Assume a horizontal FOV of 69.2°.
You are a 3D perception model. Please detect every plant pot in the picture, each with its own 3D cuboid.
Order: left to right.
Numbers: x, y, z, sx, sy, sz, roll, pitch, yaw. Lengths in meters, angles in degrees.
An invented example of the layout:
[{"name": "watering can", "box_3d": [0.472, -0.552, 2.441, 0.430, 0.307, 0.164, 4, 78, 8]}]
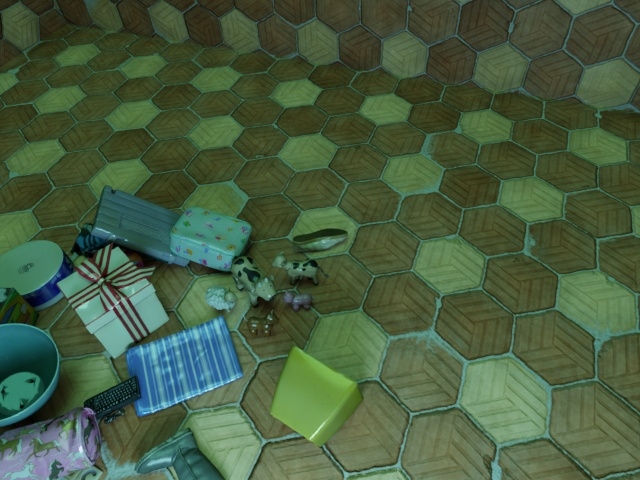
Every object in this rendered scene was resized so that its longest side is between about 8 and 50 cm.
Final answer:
[{"name": "plant pot", "box_3d": [-0.917, 0.419, 1.372, 0.290, 0.195, 0.290, 8, 52, -11]}, {"name": "plant pot", "box_3d": [-0.023, 0.453, 1.313, 0.212, 0.212, 0.187, 26, 68, 23]}]

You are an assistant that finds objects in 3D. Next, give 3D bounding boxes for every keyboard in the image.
[{"name": "keyboard", "box_3d": [-0.629, 0.491, 1.401, 0.180, 0.023, 0.108, -27, 55, -2]}]

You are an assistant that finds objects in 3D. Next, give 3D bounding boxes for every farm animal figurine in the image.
[{"name": "farm animal figurine", "box_3d": [-0.187, 0.144, 1.596, 0.326, 0.172, 0.330, 25, 55, 23]}]

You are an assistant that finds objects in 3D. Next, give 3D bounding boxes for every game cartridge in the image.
[{"name": "game cartridge", "box_3d": [-0.652, -0.047, 1.730, 0.355, 0.068, 0.230, 24, 44, -33]}]

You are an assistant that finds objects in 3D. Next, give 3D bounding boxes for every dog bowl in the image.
[{"name": "dog bowl", "box_3d": [-1.057, 0.128, 1.708, 0.264, 0.104, 0.265, -2, 50, 2]}]

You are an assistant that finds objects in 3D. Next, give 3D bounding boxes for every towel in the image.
[{"name": "towel", "box_3d": [-0.440, 0.392, 1.488, 0.336, 0.040, 0.243, -19, 52, -13]}]

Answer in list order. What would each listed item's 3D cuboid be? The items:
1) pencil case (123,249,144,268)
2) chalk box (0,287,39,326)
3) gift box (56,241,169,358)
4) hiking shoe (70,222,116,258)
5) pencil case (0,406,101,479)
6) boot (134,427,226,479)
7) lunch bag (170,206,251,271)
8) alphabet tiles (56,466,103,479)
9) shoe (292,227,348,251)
[{"name": "pencil case", "box_3d": [-0.771, 0.120, 1.704, 0.236, 0.104, 0.104, -35, 56, -26]}, {"name": "chalk box", "box_3d": [-1.092, 0.318, 1.502, 0.180, 0.179, 0.289, 0, 51, 3]}, {"name": "gift box", "box_3d": [-0.673, 0.179, 1.541, 0.255, 0.258, 0.276, 33, 60, 27]}, {"name": "hiking shoe", "box_3d": [-0.834, 0.018, 1.767, 0.304, 0.113, 0.132, 5, 62, 41]}, {"name": "pencil case", "box_3d": [-0.802, 0.582, 1.258, 0.386, 0.167, 0.160, -14, 17, -9]}, {"name": "boot", "box_3d": [-0.378, 0.641, 1.259, 0.189, 0.076, 0.208, -31, 61, -19]}, {"name": "lunch bag", "box_3d": [-0.404, -0.010, 1.750, 0.279, 0.108, 0.224, 19, 40, -2]}, {"name": "alphabet tiles", "box_3d": [-0.763, 0.737, 1.230, 0.285, 0.011, 0.342, 20, 53, 20]}, {"name": "shoe", "box_3d": [0.000, 0.000, 1.792, 0.219, 0.058, 0.076, -10, 29, -10]}]
